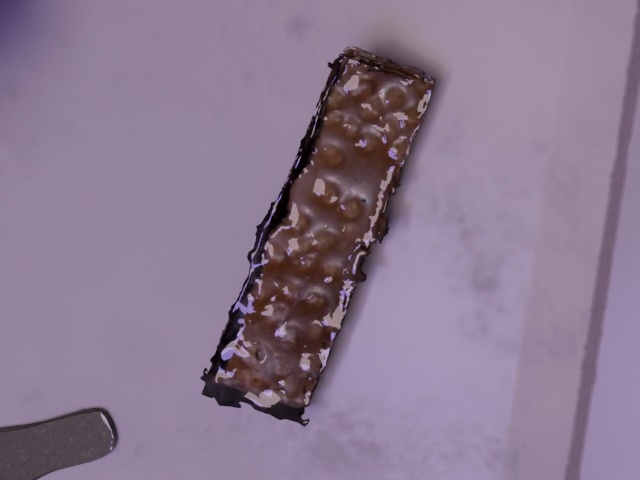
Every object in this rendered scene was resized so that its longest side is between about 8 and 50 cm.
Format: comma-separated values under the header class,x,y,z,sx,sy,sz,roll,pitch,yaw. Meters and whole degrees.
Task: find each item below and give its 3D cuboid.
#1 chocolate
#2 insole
class,x,y,z,sx,sy,sz,roll,pitch,yaw
chocolate,-0.003,-0.003,1.461,0.102,0.065,0.329,21,108,-5
insole,-0.271,0.196,1.615,0.192,0.010,0.063,-20,94,21
